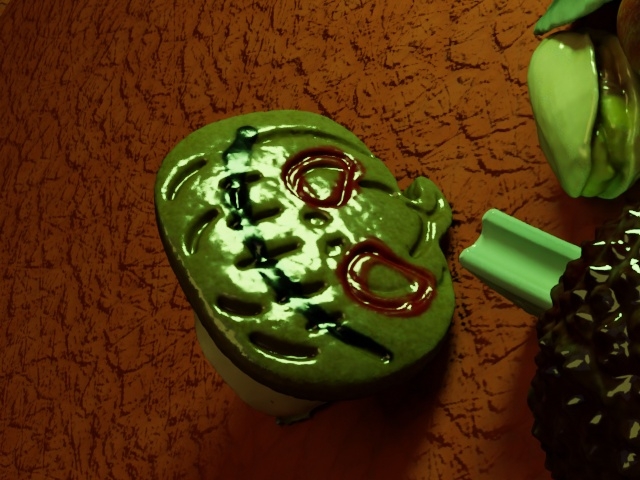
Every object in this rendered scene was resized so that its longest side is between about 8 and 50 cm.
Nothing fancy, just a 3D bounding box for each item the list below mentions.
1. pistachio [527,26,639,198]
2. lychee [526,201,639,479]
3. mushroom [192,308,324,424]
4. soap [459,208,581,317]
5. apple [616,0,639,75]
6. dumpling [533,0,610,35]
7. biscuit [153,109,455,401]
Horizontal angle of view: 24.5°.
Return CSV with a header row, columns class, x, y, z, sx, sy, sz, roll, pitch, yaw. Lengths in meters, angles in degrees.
class,x,y,z,sx,sy,sz,roll,pitch,yaw
pistachio,0.266,-0.120,1.425,0.145,0.117,0.200,104,161,-50
lychee,0.297,0.107,1.006,0.306,0.306,0.330,-53,38,3
mushroom,-0.024,0.047,1.579,0.162,0.173,0.236,-16,49,40
soap,0.227,0.047,1.314,0.066,0.119,0.198,-56,33,-2
apple,0.365,-0.194,1.309,0.199,0.199,0.199,-31,40,31
dumpling,0.300,-0.354,1.485,0.320,0.212,0.270,-26,5,-36
biscuit,0.000,-0.001,1.519,0.367,0.314,0.063,59,153,32
